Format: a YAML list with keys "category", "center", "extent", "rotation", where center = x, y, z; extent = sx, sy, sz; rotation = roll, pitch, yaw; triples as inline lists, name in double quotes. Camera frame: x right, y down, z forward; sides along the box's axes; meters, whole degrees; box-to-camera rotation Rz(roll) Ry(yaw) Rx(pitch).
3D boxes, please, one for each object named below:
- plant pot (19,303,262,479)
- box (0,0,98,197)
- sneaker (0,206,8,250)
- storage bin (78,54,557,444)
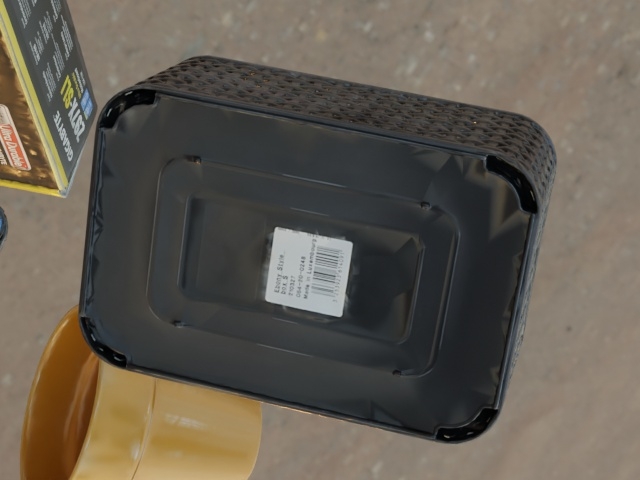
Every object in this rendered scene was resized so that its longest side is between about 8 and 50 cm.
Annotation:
- category: "plant pot"
  center: [-0.168, 0.181, 1.424]
  extent: [0.188, 0.205, 0.205]
  rotation: [16, 113, -26]
- category: "box"
  center: [-0.281, -0.156, 0.818]
  extent: [0.322, 0.257, 0.079]
  rotation: [87, 17, -61]
- category: "sneaker"
  center: [-0.282, -0.038, 1.134]
  extent: [0.079, 0.121, 0.217]
  rotation: [29, 57, -42]
- category: "storage bin"
  center: [0.000, 0.000, 0.616]
  extent: [0.084, 0.180, 0.122]
  rotation: [-47, 148, -69]
